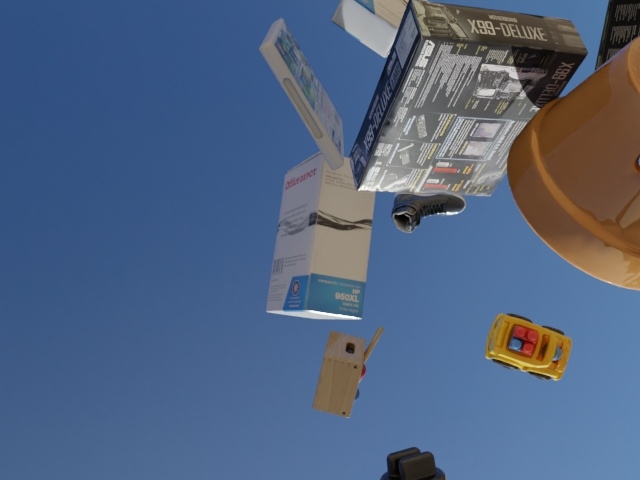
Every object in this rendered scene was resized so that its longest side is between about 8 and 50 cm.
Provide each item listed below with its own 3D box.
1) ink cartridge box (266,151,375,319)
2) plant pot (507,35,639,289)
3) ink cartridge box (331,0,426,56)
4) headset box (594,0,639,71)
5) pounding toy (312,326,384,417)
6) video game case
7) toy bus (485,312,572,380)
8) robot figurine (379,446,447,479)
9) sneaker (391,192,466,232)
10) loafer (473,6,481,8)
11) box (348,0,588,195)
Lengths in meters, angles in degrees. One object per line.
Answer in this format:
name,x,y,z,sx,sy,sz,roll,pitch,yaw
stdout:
ink cartridge box,0.000,0.000,1.678,0.166,0.285,0.395,11,-100,-22
plant pot,0.407,-0.113,0.792,0.290,0.203,0.291,7,-125,-10
ink cartridge box,0.129,-0.492,1.362,0.139,0.082,0.191,34,-130,-1
headset box,0.693,-0.373,1.238,0.131,0.282,0.247,52,-129,-55
pounding toy,0.053,0.234,1.199,0.100,0.141,0.130,13,-73,3
video game case,-0.034,-0.343,1.469,0.300,0.036,0.329,57,-165,-22
toy bus,0.569,0.281,1.728,0.220,0.211,0.150,18,-100,12
robot figurine,0.235,0.666,1.598,0.209,0.173,0.278,3,-100,-77
sneaker,0.329,-0.085,1.984,0.163,0.226,0.086,-64,-28,-56
loafer,0.316,-0.402,1.297,0.061,0.062,0.170,1,-116,-22
box,0.200,-0.191,0.950,0.242,0.307,0.077,1,-125,-15
